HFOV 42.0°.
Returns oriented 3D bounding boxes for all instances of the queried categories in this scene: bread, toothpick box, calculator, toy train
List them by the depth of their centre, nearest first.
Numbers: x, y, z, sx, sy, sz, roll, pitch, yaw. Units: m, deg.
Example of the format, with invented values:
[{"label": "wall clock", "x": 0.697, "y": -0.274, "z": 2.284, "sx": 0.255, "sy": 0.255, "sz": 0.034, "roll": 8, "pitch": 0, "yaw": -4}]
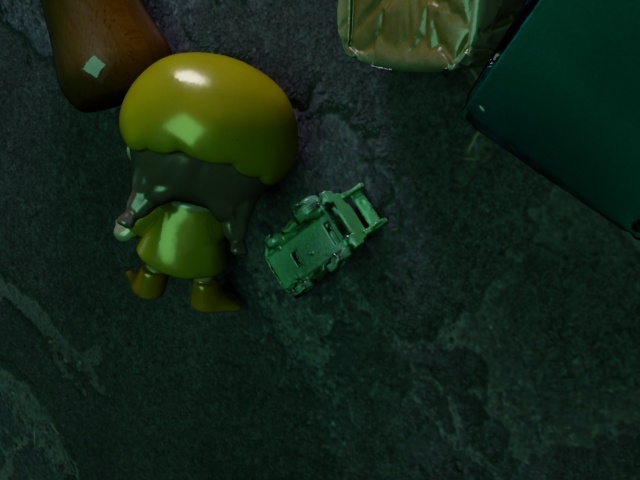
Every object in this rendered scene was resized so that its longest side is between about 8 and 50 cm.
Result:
[{"label": "calculator", "x": 0.287, "y": -0.148, "z": 0.757, "sx": 0.248, "sy": 0.058, "sz": 0.274, "roll": 35, "pitch": 136, "yaw": 7}, {"label": "bread", "x": 0.118, "y": -0.283, "z": 0.874, "sx": 0.192, "sy": 0.110, "sz": 0.209, "roll": 11, "pitch": 105, "yaw": 37}, {"label": "toy train", "x": 0.000, "y": 0.000, "z": 1.025, "sx": 0.149, "sy": 0.081, "sz": 0.099, "roll": -42, "pitch": 77, "yaw": 37}, {"label": "toothpick box", "x": -0.310, "y": -0.328, "z": 1.095, "sx": 0.192, "sy": 0.192, "sz": 0.294, "roll": -18, "pitch": 96, "yaw": 33}]

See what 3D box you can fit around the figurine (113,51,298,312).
[{"label": "figurine", "x": -0.149, "y": -0.065, "z": 1.048, "sx": 0.187, "sy": 0.215, "sz": 0.343, "roll": -107, "pitch": 25, "yaw": -56}]
